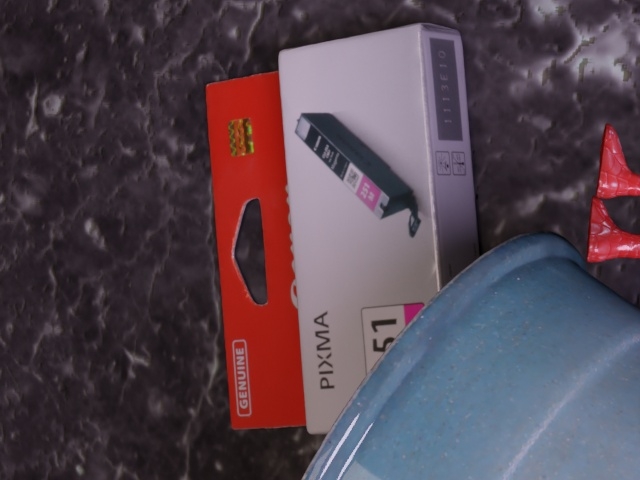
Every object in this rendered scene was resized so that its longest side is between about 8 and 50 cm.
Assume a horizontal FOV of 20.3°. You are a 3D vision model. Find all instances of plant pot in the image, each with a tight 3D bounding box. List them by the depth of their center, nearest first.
[{"bbox_3d":[0.188,0.221,0.974,0.334,0.341,0.341,30,108,26],"label":"plant pot"}]

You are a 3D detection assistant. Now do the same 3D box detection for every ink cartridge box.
[{"bbox_3d":[0.000,0.000,1.270,0.239,0.060,0.275,-7,86,37],"label":"ink cartridge box"}]

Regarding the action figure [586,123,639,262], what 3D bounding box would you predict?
[{"bbox_3d":[0.296,-0.041,0.993,0.280,0.139,0.091,8,140,6],"label":"action figure"}]
